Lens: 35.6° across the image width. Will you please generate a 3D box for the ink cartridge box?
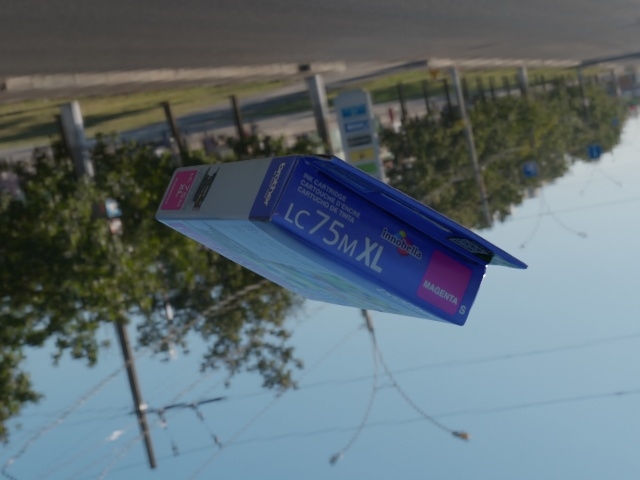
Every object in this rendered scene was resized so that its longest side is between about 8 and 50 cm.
[{"bbox_3d":[0.000,0.000,0.811,0.186,0.065,0.311,29,166,-25],"label":"ink cartridge box"}]
